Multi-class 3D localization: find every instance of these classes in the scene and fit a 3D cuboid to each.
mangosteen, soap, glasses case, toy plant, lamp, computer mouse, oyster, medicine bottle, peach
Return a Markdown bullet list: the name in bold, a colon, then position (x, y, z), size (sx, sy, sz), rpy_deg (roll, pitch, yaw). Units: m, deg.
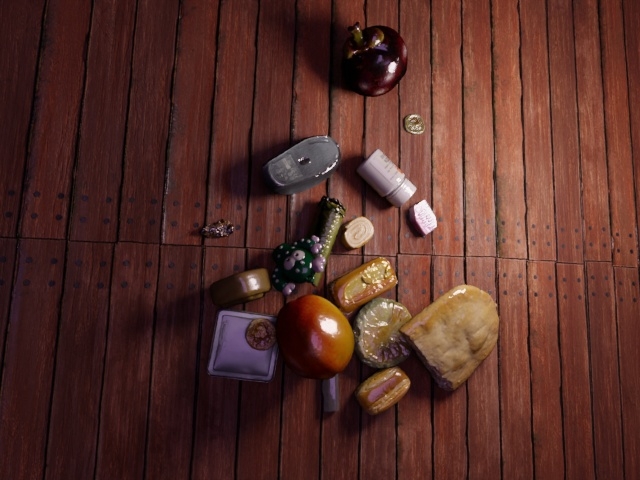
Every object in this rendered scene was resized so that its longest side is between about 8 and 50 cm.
- **mangosteen**: position (0.233, -0.778, 1.834), size (0.298, 0.293, 0.296), rpy_deg (1, 79, -4)
- **soap**: position (0.465, -0.097, 1.929), size (0.100, 0.056, 0.149), rpy_deg (-32, 91, -12)
- **glasses case**: position (0.041, 0.603, 1.756), size (0.072, 0.042, 0.190), rpy_deg (-1, 83, -6)
- **toy plant**: position (-0.092, 0.093, 1.673), size (0.233, 0.112, 0.243), rpy_deg (-27, 46, 10)
- **lamp**: position (-0.298, 0.416, 1.693), size (0.269, 0.047, 0.266), rpy_deg (11, 81, -12)
- **computer mouse**: position (-0.083, -0.317, 1.798), size (0.374, 0.114, 0.203), rpy_deg (-28, 88, -22)
- **oyster**: position (-0.418, -0.039, 1.728), size (0.132, 0.029, 0.086), rpy_deg (-34, 92, -16)
- **medicine bottle**: position (0.288, -0.268, 1.864), size (0.252, 0.144, 0.144), rpy_deg (45, 76, -3)
- **peach**: position (-0.030, 0.363, 1.634), size (0.308, 0.308, 0.332), rpy_deg (-37, 100, -14)

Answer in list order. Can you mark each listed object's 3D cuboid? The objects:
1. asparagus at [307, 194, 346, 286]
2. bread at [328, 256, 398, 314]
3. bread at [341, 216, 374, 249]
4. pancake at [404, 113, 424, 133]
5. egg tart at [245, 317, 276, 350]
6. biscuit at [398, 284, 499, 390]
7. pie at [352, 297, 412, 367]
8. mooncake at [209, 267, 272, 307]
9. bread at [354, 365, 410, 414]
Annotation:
- **asparagus**: position (0.000, 0.000, 1.783), size (0.129, 0.108, 0.381), rpy_deg (18, 81, 11)
- **bread**: position (0.175, 0.185, 1.797), size (0.288, 0.119, 0.152), rpy_deg (-27, 94, -15)
- **bread**: position (0.153, -0.033, 1.844), size (0.149, 0.073, 0.122), rpy_deg (-37, 87, -17)
- **pancake**: position (0.440, -0.543, 1.996), size (0.108, 0.017, 0.107), rpy_deg (3, 79, -14)
- **egg tart**: position (-0.228, 0.366, 1.665), size (0.131, 0.052, 0.130), rpy_deg (2, 82, -14)
- **biscuit**: position (0.590, 0.409, 1.815), size (0.446, 0.104, 0.429), rpy_deg (-35, 110, -13)
- **pie**: position (0.272, 0.390, 1.808), size (0.307, 0.071, 0.305), rpy_deg (3, 77, -12)
- **mooncake**: position (-0.299, 0.183, 1.630), size (0.235, 0.235, 0.116), rpy_deg (-14, 86, -14)
- **bread**: position (0.262, 0.617, 1.771), size (0.236, 0.106, 0.139), rpy_deg (-33, 90, -15)
